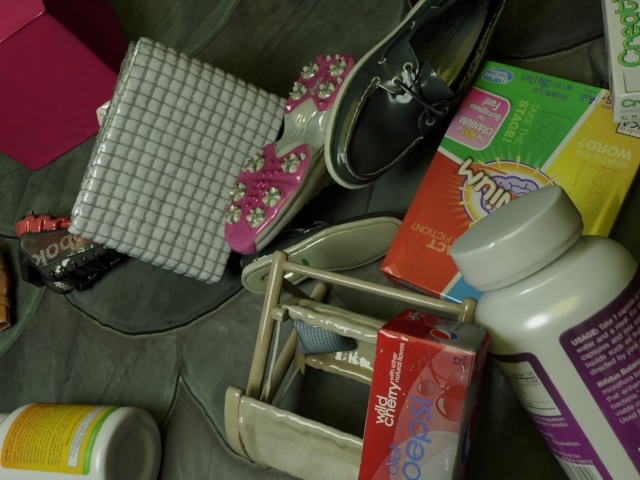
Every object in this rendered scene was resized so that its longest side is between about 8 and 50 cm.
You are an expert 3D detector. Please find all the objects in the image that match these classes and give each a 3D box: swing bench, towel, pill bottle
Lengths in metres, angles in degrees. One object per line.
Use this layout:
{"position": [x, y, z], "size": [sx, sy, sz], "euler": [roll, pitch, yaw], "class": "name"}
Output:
{"position": [0.041, 0.176, 0.852], "size": [0.253, 0.165, 0.255], "euler": [13, 76, 24], "class": "swing bench"}
{"position": [-0.198, -0.105, 1.001], "size": [0.121, 0.235, 0.284], "euler": [17, 87, 61], "class": "towel"}
{"position": [-0.356, 0.292, 0.988], "size": [0.245, 0.136, 0.137], "euler": [-3, 70, 21], "class": "pill bottle"}
{"position": [0.260, 0.103, 0.716], "size": [0.169, 0.169, 0.302], "euler": [-32, 97, 9], "class": "pill bottle"}

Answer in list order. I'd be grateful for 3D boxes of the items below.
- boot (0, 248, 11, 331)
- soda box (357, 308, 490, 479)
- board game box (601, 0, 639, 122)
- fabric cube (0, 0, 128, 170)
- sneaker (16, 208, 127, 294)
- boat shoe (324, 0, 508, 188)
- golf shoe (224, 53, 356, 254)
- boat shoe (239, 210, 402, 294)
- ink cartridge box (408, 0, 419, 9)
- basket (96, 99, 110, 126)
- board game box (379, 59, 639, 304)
{"position": [-0.601, 0.105, 1.196], "size": [0.197, 0.073, 0.153], "euler": [-26, 68, 15], "class": "boot"}
{"position": [0.090, 0.205, 0.683], "size": [0.092, 0.083, 0.264], "euler": [12, 102, 22], "class": "soda box"}
{"position": [0.446, -0.280, 0.875], "size": [0.192, 0.053, 0.306], "euler": [-2, 58, 17], "class": "board game box"}
{"position": [-0.493, -0.318, 1.198], "size": [0.259, 0.258, 0.254], "euler": [-30, 64, 10], "class": "fabric cube"}
{"position": [-0.357, 0.016, 1.112], "size": [0.275, 0.097, 0.135], "euler": [-6, 69, 23], "class": "sneaker"}
{"position": [0.133, -0.209, 0.916], "size": [0.340, 0.127, 0.113], "euler": [-50, 24, -14], "class": "boat shoe"}
{"position": [-0.013, -0.100, 0.981], "size": [0.115, 0.140, 0.306], "euler": [22, 77, 44], "class": "golf shoe"}
{"position": [0.000, 0.000, 0.983], "size": [0.233, 0.084, 0.079], "euler": [-17, 43, 11], "class": "boat shoe"}
{"position": [0.138, -0.473, 0.966], "size": [0.130, 0.309, 0.272], "euler": [-16, 67, 16], "class": "ink cartridge box"}
{"position": [-0.246, -0.185, 1.136], "size": [0.167, 0.103, 0.113], "euler": [-30, 63, 9], "class": "basket"}
{"position": [0.251, -0.052, 0.906], "size": [0.242, 0.064, 0.317], "euler": [22, 81, 27], "class": "board game box"}
